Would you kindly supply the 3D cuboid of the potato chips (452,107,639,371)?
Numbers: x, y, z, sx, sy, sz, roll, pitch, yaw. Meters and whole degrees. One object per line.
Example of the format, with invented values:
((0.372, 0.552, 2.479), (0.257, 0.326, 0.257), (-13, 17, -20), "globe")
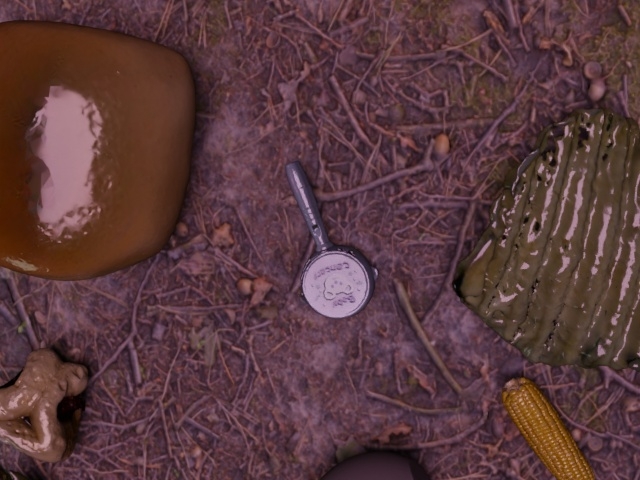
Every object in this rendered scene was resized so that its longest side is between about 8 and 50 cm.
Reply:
((0.407, 0.018, 1.443), (0.373, 0.097, 0.389), (33, 98, -7), "potato chips")

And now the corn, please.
((0.349, 0.298, 1.503), (0.067, 0.067, 0.206), (-35, 94, 11), "corn")

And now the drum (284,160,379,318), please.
((0.021, -0.002, 1.517), (0.130, 0.049, 0.253), (-5, 97, 9), "drum")

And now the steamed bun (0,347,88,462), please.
((-0.453, 0.257, 1.584), (0.172, 0.141, 0.155), (30, 87, 0), "steamed bun")

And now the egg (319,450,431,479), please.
((0.066, 0.427, 1.503), (0.232, 0.176, 0.176), (-39, 91, 14), "egg")

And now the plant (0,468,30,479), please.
((-0.454, 0.518, 1.650), (0.333, 0.180, 0.251), (15, 93, -27), "plant")

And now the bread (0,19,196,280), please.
((-0.368, -0.131, 1.451), (0.347, 0.253, 0.376), (12, 99, 4), "bread")
